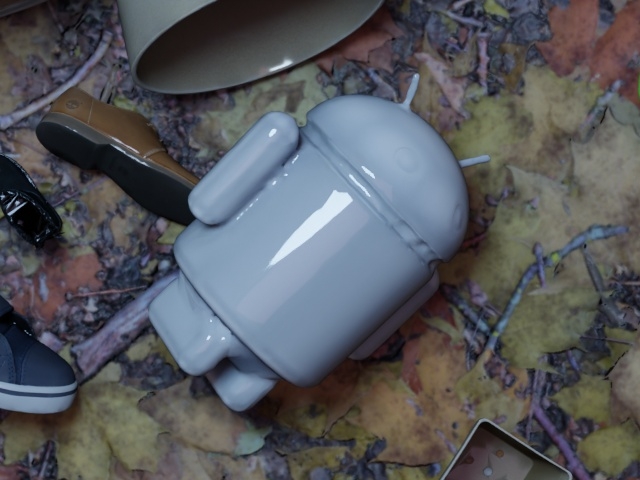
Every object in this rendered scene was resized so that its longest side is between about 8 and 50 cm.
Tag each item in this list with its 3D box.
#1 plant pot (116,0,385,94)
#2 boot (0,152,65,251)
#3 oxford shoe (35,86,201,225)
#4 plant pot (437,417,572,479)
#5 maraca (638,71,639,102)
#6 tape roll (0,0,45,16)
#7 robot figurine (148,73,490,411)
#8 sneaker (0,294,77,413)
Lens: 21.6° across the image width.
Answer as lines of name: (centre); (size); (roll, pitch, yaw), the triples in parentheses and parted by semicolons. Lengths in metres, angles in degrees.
plant pot: (-0.103, -0.316, 1.593); (0.256, 0.256, 0.274); (-22, 78, 1)
boot: (-0.303, -0.041, 1.665); (0.045, 0.099, 0.121); (-43, 94, 1)
oxford shoe: (-0.175, -0.086, 1.683); (0.212, 0.076, 0.076); (33, 53, -13)
plant pot: (0.174, 0.243, 1.692); (0.109, 0.096, 0.109); (33, 92, -3)
maraca: (0.388, -0.166, 1.668); (0.127, 0.099, 0.186); (48, 66, -9)
tape roll: (-0.344, -0.258, 1.559); (0.286, 0.286, 0.100); (-18, 94, 1)
robot figurine: (0.000, 0.000, 1.620); (0.353, 0.200, 0.300); (-43, 133, 2)
sneaker: (-0.383, 0.068, 1.659); (0.321, 0.126, 0.127); (19, 99, 0)
